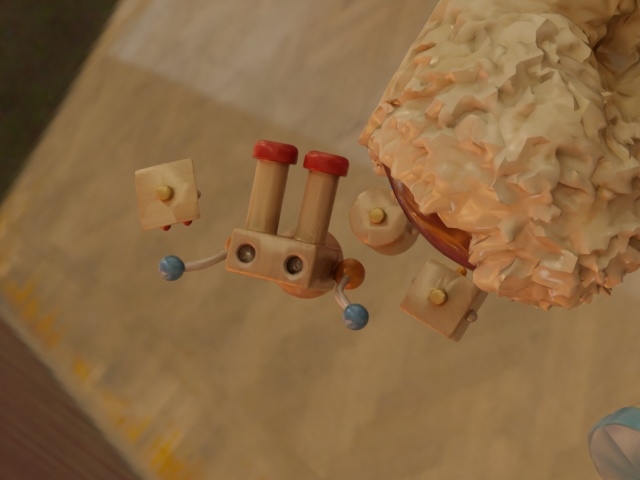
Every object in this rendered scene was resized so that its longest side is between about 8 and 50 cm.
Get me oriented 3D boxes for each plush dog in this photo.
[{"bbox_3d":[0.161,-0.060,0.547,0.210,0.225,0.262,-59,-2,14],"label":"plush dog"}]

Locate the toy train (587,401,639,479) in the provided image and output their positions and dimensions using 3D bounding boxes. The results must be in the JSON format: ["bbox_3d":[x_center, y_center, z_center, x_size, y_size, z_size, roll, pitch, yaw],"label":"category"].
[{"bbox_3d":[0.238,0.165,0.946,0.143,0.248,0.105,-33,27,-32],"label":"toy train"}]

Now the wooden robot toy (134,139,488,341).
[{"bbox_3d":[0.000,0.000,0.776,0.173,0.079,0.076,14,86,17],"label":"wooden robot toy"}]
